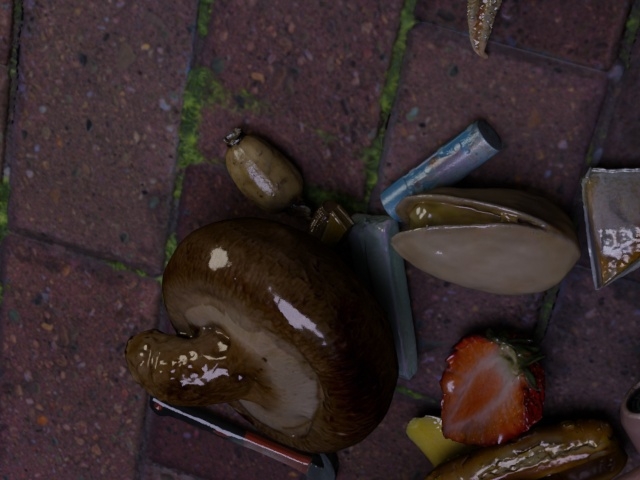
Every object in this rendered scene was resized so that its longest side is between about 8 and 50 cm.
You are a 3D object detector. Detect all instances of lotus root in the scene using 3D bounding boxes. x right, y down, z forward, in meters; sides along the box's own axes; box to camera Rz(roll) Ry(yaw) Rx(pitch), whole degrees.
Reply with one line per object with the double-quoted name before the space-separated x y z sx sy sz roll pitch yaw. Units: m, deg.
"lotus root" -0.067 -0.076 1.657 0.152 0.063 0.072 44 111 -3

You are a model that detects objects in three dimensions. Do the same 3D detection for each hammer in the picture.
"hammer" -0.108 0.277 1.856 0.287 0.033 0.111 21 120 9

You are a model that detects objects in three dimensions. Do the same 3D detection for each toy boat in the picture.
"toy boat" 0.000 0.000 1.661 0.049 0.047 0.149 41 144 7

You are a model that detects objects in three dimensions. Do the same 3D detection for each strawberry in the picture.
"strawberry" 0.219 0.194 1.666 0.187 0.082 0.147 -53 49 35

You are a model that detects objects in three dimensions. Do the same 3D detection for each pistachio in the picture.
"pistachio" 0.195 -0.004 1.556 0.223 0.126 0.152 8 159 6

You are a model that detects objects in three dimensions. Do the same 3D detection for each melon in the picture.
"melon" 0.355 -0.031 1.519 0.139 0.093 0.202 47 115 2

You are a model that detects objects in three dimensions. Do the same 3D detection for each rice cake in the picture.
"rice cake" 0.076 0.069 1.681 0.080 0.042 0.222 15 123 43

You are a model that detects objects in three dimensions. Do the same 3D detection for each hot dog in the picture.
"hot dog" 0.254 0.290 1.683 0.268 0.072 0.115 -17 145 10

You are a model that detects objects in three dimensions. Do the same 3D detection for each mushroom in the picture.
"mushroom" -0.049 0.115 1.634 0.345 0.345 0.239 13 74 13

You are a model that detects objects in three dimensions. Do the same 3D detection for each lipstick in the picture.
"lipstick" 0.144 -0.083 1.589 0.158 0.048 0.048 -37 99 29

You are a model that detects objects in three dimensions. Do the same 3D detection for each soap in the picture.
"soap" 0.188 0.286 1.757 0.089 0.033 0.168 -33 101 20

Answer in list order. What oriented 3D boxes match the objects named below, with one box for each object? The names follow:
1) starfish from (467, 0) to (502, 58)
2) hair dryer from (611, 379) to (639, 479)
"starfish" 0.228 -0.331 1.442 0.231 0.048 0.295 8 118 15
"hair dryer" 0.328 0.308 1.564 0.344 0.107 0.189 -30 107 8
